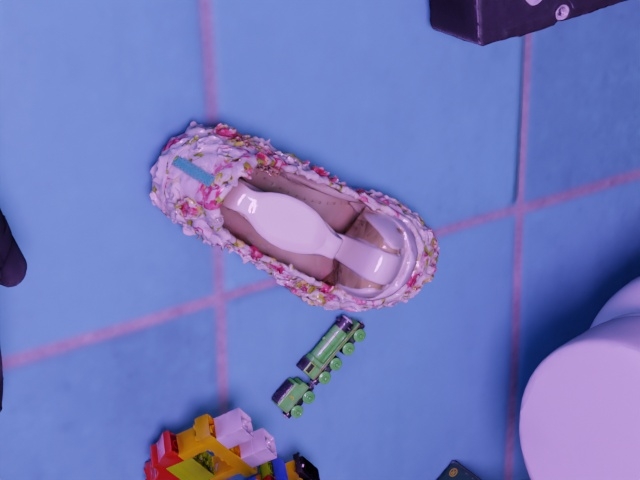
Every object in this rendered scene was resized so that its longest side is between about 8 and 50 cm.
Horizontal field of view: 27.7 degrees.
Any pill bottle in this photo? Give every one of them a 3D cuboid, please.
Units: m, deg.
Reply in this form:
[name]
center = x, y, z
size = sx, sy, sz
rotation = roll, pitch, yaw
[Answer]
[pill bottle]
center = 0.321, 0.093, 0.943
size = 0.361, 0.204, 0.204
rotation = -21, 121, -39

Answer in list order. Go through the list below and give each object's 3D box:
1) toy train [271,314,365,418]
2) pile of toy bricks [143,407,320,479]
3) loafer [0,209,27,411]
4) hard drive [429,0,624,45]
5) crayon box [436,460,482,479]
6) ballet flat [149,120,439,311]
[toy train]
center = -0.001, 0.084, 0.879
size = 0.023, 0.017, 0.083
rotation = 42, 83, -28
[pile of toy bricks]
center = -0.045, 0.209, 0.860
size = 0.105, 0.118, 0.212
rotation = -25, 139, 15
[loafer]
center = -0.194, 0.004, 0.678
size = 0.078, 0.076, 0.223
rotation = -9, 119, -37
[hard drive]
center = 0.211, -0.282, 0.836
size = 0.338, 0.064, 0.237
rotation = -21, 120, -25
[crayon box]
center = 0.118, 0.367, 0.859
size = 0.313, 0.363, 0.106
rotation = -48, 127, -9
[ballet flat]
center = 0.000, 0.000, 0.805
size = 0.241, 0.077, 0.091
rotation = 20, 97, -39
